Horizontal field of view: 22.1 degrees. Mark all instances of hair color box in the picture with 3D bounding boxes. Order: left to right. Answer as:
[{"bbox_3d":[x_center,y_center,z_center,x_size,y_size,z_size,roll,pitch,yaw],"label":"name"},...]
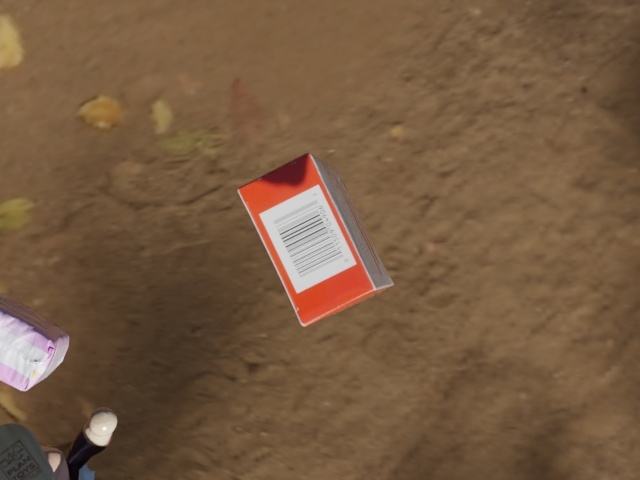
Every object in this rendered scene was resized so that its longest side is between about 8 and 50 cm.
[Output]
[{"bbox_3d":[0.000,0.000,1.040,0.053,0.167,0.093,-26,86,7],"label":"hair color box"}]

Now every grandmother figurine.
[{"bbox_3d":[-0.280,0.233,1.586,0.208,0.342,0.104,-32,82,-6],"label":"grandmother figurine"}]

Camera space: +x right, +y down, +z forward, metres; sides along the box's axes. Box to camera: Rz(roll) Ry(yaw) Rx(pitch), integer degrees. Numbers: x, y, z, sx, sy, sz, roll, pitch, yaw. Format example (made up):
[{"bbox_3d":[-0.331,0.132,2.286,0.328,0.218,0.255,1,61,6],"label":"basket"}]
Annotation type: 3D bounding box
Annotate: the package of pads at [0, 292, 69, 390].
[{"bbox_3d":[-0.153,0.049,0.807,0.050,0.083,0.032,32,88,-2],"label":"package of pads"}]
